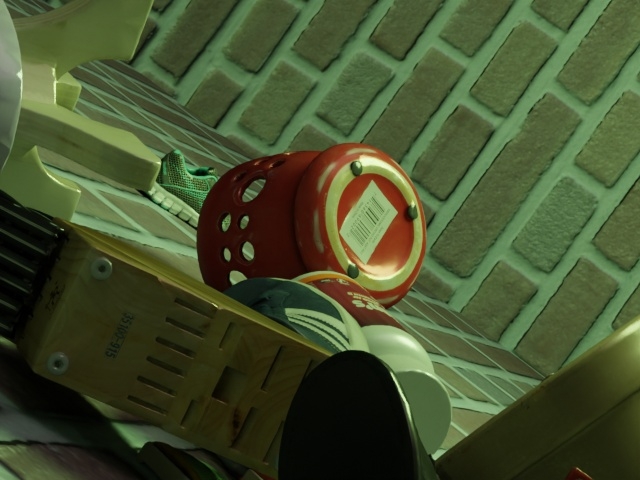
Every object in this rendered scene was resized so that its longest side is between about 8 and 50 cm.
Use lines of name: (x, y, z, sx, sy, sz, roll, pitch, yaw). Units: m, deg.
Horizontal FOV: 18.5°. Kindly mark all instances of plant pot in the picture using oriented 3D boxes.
plant pot: (0.274, 0.231, 1.875, 0.229, 0.263, 0.263, 56, 8, 8)
plant pot: (0.000, 0.000, 1.967, 0.191, 0.191, 0.174, 32, -28, -35)

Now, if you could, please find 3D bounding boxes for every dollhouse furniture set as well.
dollhouse furniture set: (-0.043, 0.161, 1.244, 0.152, 0.058, 0.076, 39, 6, 35)

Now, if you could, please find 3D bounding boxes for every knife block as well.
knife block: (-0.132, 0.050, 1.313, 0.276, 0.088, 0.242, 25, 2, -17)

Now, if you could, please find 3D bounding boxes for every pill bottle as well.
pill bottle: (0.031, 0.119, 1.775, 0.121, 0.121, 0.221, 33, 5, -29)

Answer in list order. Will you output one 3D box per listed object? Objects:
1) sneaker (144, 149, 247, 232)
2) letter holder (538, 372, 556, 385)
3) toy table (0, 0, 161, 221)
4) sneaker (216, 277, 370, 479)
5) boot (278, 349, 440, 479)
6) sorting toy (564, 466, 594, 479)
sneaker: (-0.145, -0.054, 2.472, 0.166, 0.076, 0.065, 33, 6, -29)
letter holder: (0.351, 0.237, 2.266, 0.152, 0.214, 0.302, 34, 5, -13)
toy table: (-0.245, -0.115, 1.569, 0.161, 0.252, 0.274, 13, 28, -33)
sneaker: (-0.044, 0.092, 1.464, 0.148, 0.131, 0.350, 38, 4, -28)
boot: (0.082, 0.206, 1.200, 0.229, 0.091, 0.263, 25, 45, -58)
sorting toy: (0.265, 0.303, 1.620, 0.274, 0.132, 0.046, 34, -13, -11)
